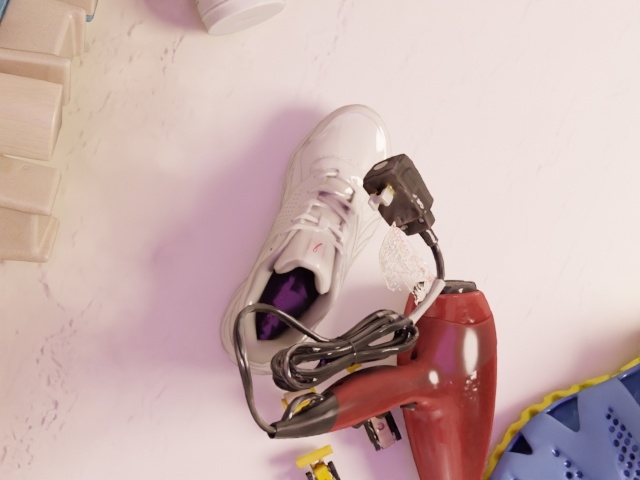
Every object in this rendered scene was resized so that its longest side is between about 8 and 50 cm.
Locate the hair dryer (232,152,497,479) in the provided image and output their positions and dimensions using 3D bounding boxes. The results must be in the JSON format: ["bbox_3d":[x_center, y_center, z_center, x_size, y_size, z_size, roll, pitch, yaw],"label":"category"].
[{"bbox_3d":[0.049,0.104,0.785,0.224,0.080,0.294,-50,122,-26],"label":"hair dryer"}]

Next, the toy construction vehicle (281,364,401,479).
[{"bbox_3d":[0.014,0.151,0.844,0.085,0.035,0.098,-27,99,-7],"label":"toy construction vehicle"}]

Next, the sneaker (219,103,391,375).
[{"bbox_3d":[0.000,0.000,0.805,0.090,0.115,0.232,23,85,-6],"label":"sneaker"}]

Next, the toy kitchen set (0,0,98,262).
[{"bbox_3d":[-0.248,-0.115,0.808,0.122,0.166,0.207,10,50,-7],"label":"toy kitchen set"}]

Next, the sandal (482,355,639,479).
[{"bbox_3d":[0.256,0.155,0.823,0.317,0.138,0.126,-40,95,-6],"label":"sandal"}]

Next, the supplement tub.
[{"bbox_3d":[-0.077,-0.225,0.829,0.071,0.071,0.107,-20,91,-8],"label":"supplement tub"}]
